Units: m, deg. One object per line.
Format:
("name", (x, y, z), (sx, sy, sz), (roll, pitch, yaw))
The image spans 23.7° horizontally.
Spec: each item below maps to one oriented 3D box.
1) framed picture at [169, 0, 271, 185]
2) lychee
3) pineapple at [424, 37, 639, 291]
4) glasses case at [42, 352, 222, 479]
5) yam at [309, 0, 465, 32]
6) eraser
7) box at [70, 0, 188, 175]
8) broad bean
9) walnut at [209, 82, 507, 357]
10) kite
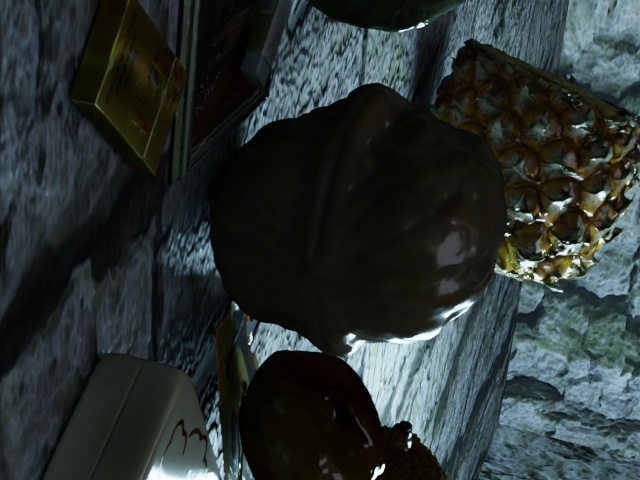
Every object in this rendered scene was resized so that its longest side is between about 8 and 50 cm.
("framed picture", (-0.071, -0.205, 1.275), (0.216, 0.016, 0.273), (-54, 153, -58))
("lychee", (0.086, 0.342, 2.076), (0.238, 0.200, 0.200), (-70, 171, 28))
("pineapple", (0.285, -0.102, 2.154), (0.352, 0.352, 0.300), (-13, 122, -75))
("glasses case", (-0.143, 0.234, 1.281), (0.336, 0.076, 0.144), (82, 26, -57))
("yam", (0.073, -0.340, 1.343), (0.195, 0.195, 0.300), (-62, 161, -46))
("eraser", (-0.047, -0.177, 1.320), (0.038, 0.019, 0.083), (60, 45, -72))
("box", (-0.134, -0.111, 1.097), (0.156, 0.022, 0.089), (61, 45, -70))
("broad bean", (-0.008, 0.175, 1.425), (0.228, 0.122, 0.156), (-74, 141, -84))
("walnut", (0.033, -0.015, 1.368), (0.227, 0.273, 0.273), (-58, 178, 32))
("kite", (-0.072, 0.202, 1.456), (0.377, 0.013, 0.327), (81, 6, -52))
